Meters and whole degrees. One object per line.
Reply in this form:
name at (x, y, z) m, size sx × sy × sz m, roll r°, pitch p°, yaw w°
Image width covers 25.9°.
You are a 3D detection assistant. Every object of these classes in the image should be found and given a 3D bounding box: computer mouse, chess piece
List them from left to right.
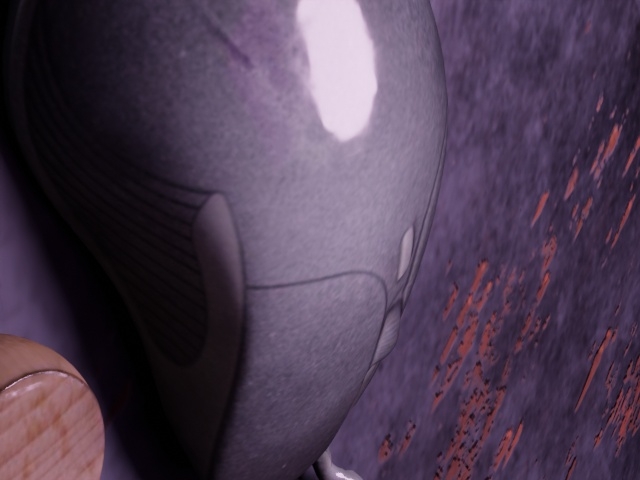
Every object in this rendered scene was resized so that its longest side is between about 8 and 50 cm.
chess piece at (-0.102, 0.070, 0.423) m, size 0.083 × 0.038 × 0.084 m, roll -36°, pitch 133°, yaw -51°
computer mouse at (0.000, 0.000, 0.519) m, size 0.167 × 0.090 × 0.379 m, roll -52°, pitch 145°, yaw -32°
